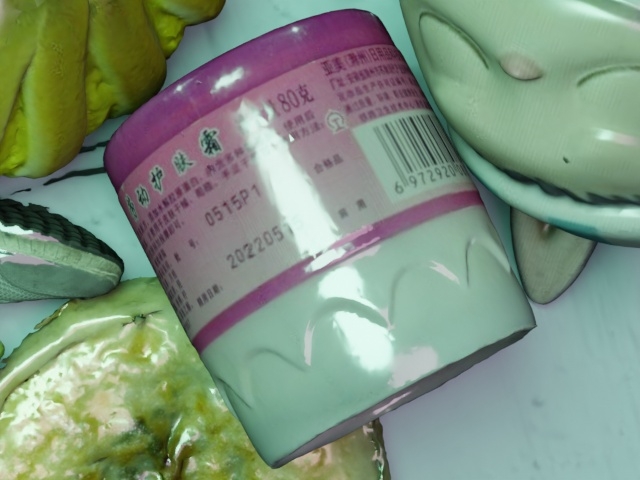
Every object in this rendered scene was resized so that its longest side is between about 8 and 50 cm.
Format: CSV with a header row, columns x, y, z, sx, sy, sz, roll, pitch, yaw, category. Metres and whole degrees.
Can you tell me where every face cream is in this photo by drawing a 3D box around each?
x,y,z,sx,sy,sz,roll,pitch,yaw,category
0.000,0.000,0.972,0.175,0.175,0.195,-25,80,-15,face cream

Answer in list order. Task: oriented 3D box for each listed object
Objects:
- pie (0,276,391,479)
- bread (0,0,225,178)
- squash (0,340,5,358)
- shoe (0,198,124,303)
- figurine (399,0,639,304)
x,y,z,sx,sy,sz,roll,pitch,yaw,category
-0.087,0.154,1.051,0.274,0.055,0.274,-2,95,-19,pie
-0.169,-0.184,0.906,0.333,0.160,0.333,2,87,-34,bread
-0.272,0.207,0.949,0.118,0.118,0.371,29,90,-19,squash
-0.208,0.012,0.991,0.194,0.074,0.077,13,100,-16,shoe
0.139,-0.130,1.040,0.266,0.361,0.378,8,128,-10,figurine
